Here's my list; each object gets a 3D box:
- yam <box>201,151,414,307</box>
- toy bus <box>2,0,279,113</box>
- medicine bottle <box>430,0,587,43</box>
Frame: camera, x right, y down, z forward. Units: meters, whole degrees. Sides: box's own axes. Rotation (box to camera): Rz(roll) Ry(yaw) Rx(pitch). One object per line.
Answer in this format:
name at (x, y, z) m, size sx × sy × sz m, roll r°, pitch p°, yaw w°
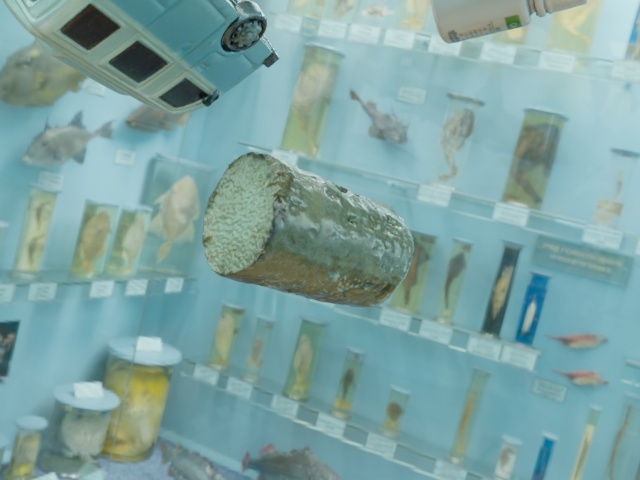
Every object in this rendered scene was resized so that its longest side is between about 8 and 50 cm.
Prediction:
yam at (0.000, 0.000, 0.600) m, size 0.194 × 0.107 × 0.107 m, roll 19°, pitch 0°, yaw -43°
toy bus at (-0.162, -0.218, 0.630) m, size 0.133 × 0.165 × 0.271 m, roll 55°, pitch 9°, yaw 15°
medicine bottle at (0.307, -0.417, 1.117) m, size 0.237 × 0.139 × 0.139 m, roll -9°, pitch -5°, yaw 23°
